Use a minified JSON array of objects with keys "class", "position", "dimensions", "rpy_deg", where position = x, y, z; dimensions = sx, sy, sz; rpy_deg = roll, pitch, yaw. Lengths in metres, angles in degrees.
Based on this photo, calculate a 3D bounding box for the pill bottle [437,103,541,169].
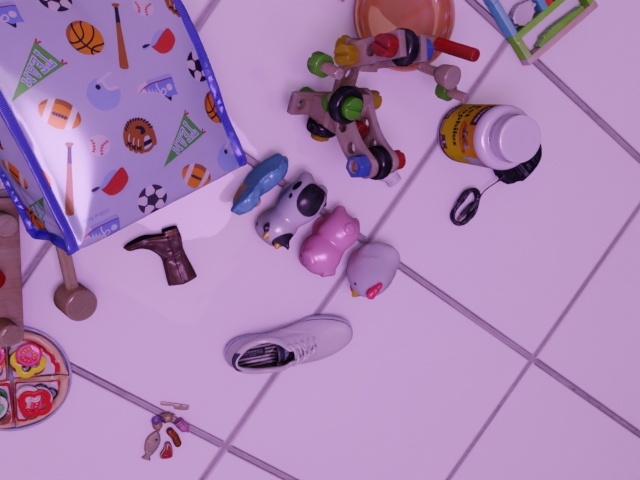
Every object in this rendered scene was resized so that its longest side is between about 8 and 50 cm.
[{"class":"pill bottle","position":[0.314,-0.195,1.230],"dimensions":[0.117,0.215,0.117],"rpy_deg":[-3,102,-16]}]

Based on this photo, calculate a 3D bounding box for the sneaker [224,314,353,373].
[{"class":"sneaker","position":[-0.053,0.212,1.276],"dimensions":[0.258,0.091,0.094],"rpy_deg":[-13,105,-13]}]

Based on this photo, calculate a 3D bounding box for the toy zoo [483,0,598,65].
[{"class":"toy zoo","position":[0.397,-0.518,1.282],"dimensions":[0.192,0.030,0.293],"rpy_deg":[-41,110,-5]}]

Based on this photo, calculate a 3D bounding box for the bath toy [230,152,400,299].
[{"class":"bath toy","position":[0.000,0.000,1.229],"dimensions":[0.348,0.129,0.151],"rpy_deg":[37,124,-19]}]

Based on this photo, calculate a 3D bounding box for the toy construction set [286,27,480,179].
[{"class":"toy construction set","position":[0.083,-0.276,1.141],"dimensions":[0.309,0.237,0.257],"rpy_deg":[-33,134,-22]}]

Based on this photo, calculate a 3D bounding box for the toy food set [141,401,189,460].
[{"class":"toy food set","position":[-0.295,0.376,1.279],"dimensions":[0.078,0.019,0.122],"rpy_deg":[13,98,-18]}]

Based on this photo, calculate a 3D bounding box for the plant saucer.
[{"class":"plant saucer","position":[0.154,-0.417,1.230],"dimensions":[0.200,0.037,0.199],"rpy_deg":[-3,102,-16]}]

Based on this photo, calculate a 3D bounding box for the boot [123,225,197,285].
[{"class":"boot","position":[-0.291,0.041,1.203],"dimensions":[0.107,0.037,0.114],"rpy_deg":[-18,111,-10]}]

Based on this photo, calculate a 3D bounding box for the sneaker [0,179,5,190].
[{"class":"sneaker","position":[-0.620,-0.142,0.973],"dimensions":[0.330,0.130,0.147],"rpy_deg":[-14,119,-41]}]

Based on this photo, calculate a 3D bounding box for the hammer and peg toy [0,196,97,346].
[{"class":"hammer and peg toy","position":[-0.560,0.050,1.062],"dimensions":[0.362,0.127,0.265],"rpy_deg":[-8,106,-41]}]

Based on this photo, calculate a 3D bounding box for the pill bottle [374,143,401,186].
[{"class":"pill bottle","position":[0.121,-0.144,1.275],"dimensions":[0.043,0.043,0.083],"rpy_deg":[-41,110,-4]}]

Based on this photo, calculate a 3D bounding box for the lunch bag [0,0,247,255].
[{"class":"lunch bag","position":[-0.345,-0.228,0.981],"dimensions":[0.328,0.239,0.385],"rpy_deg":[-35,118,-32]}]

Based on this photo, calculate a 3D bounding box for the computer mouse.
[{"class":"computer mouse","position":[0.358,-0.123,1.358],"dimensions":[0.242,0.041,0.071],"rpy_deg":[-41,111,3]}]

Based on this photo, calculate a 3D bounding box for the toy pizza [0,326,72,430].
[{"class":"toy pizza","position":[-0.549,0.250,1.171],"dimensions":[0.202,0.032,0.201],"rpy_deg":[-4,103,-16]}]
